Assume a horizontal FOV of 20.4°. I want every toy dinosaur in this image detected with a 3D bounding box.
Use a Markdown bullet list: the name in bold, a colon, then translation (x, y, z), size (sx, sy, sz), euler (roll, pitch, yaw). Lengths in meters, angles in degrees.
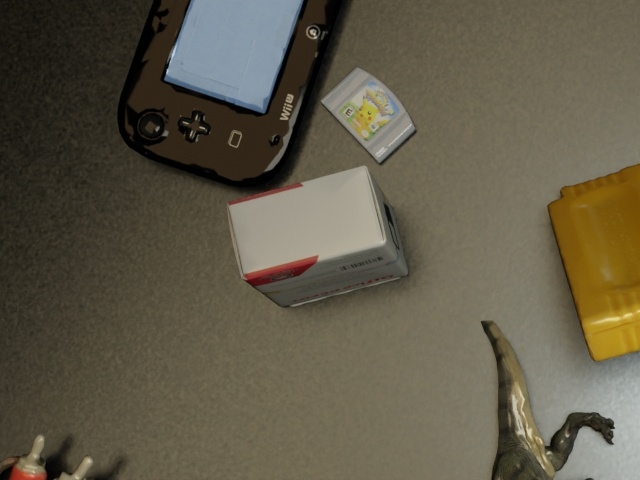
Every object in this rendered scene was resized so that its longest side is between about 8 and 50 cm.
- **toy dinosaur**: translation (0.200, 0.201, 1.572), size (0.118, 0.064, 0.268), euler (-3, 79, 15)

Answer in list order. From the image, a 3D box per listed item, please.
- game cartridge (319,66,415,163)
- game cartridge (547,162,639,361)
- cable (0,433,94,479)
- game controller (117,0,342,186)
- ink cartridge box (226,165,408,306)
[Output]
- **game cartridge**: translation (0.046, -0.119, 1.656), size (0.056, 0.017, 0.083), euler (-43, 79, -2)
- **game cartridge**: translation (0.357, -0.019, 1.470), size (0.324, 0.285, 0.052), euler (-15, 112, 6)
- **cable**: translation (-0.289, 0.312, 1.624), size (0.139, 0.072, 0.287), euler (28, 88, 16)
- **game controller**: translation (-0.070, -0.213, 1.659), size (0.166, 0.067, 0.319), euler (18, 87, 10)
- **ink cartridge box**: translation (0.000, 0.000, 1.567), size (0.127, 0.175, 0.072), euler (-15, 78, 6)
